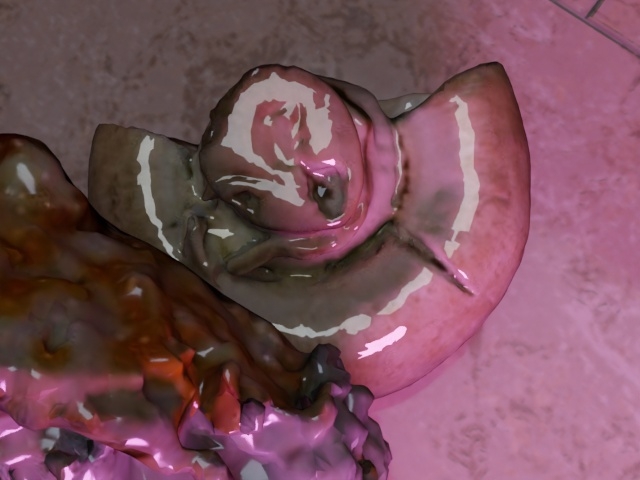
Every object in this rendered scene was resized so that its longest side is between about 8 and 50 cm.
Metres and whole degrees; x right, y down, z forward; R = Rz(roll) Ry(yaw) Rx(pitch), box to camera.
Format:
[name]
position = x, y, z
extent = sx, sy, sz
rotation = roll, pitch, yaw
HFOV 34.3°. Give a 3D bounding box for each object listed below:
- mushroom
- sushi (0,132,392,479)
[mushroom]
position = 0.000, 0.000, 0.579
extent = 0.253, 0.195, 0.189
rotation = -14, 88, 3
[sushi]
position = -0.154, 0.166, 0.491
extent = 0.417, 0.176, 0.418
rotation = 2, 111, 4
